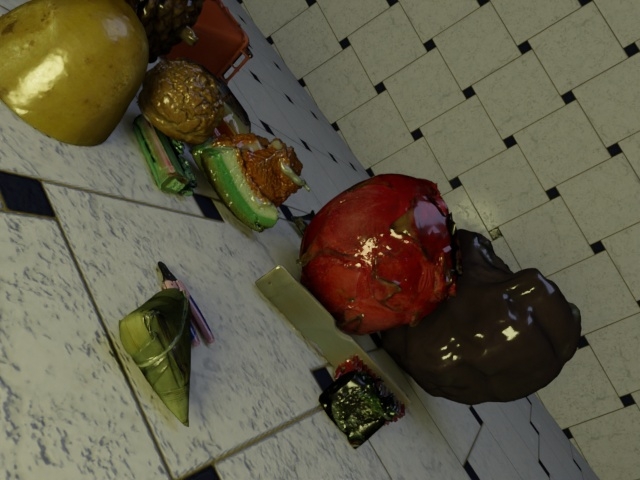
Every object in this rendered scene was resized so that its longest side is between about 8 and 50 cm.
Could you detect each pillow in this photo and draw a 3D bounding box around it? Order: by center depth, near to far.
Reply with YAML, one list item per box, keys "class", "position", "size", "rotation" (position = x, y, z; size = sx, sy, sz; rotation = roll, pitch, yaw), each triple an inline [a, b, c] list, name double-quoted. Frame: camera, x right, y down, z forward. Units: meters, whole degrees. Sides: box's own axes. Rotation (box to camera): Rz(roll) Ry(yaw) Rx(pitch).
- class: "pillow"
  position: [0.001, 0.000, 1.096]
  size: [0.150, 0.048, 0.090]
  rotation: [56, 14, 8]

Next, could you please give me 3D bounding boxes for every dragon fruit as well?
- class: "dragon fruit"
  position: [0.116, 0.028, 0.912]
  size: [0.295, 0.302, 0.295]
  rotation: [54, 12, -17]

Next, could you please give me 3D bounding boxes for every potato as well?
- class: "potato"
  position: [-0.293, -0.237, 0.617]
  size: [0.178, 0.158, 0.203]
  rotation: [44, 13, -28]

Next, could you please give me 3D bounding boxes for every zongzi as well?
- class: "zongzi"
  position: [-0.140, 0.107, 0.480]
  size: [0.113, 0.052, 0.104]
  rotation: [63, 8, -8]

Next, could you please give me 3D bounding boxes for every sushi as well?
- class: "sushi"
  position: [0.055, 0.224, 0.688]
  size: [0.083, 0.085, 0.056]
  rotation: [49, 15, -7]

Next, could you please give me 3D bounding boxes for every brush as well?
- class: "brush"
  position: [0.021, 0.170, 0.763]
  size: [0.321, 0.060, 0.050]
  rotation: [48, 27, -13]

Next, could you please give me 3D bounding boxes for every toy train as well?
- class: "toy train"
  position: [-0.233, -0.129, 0.747]
  size: [0.071, 0.038, 0.148]
  rotation: [25, 30, -59]

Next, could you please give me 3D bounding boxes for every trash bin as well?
- class: "trash bin"
  position: [-0.292, -0.478, 1.165]
  size: [0.184, 0.161, 0.239]
  rotation: [52, 23, 4]

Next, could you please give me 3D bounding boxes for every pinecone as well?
- class: "pinecone"
  position: [-0.318, -0.413, 0.819]
  size: [0.257, 0.243, 0.243]
  rotation: [11, 32, -19]

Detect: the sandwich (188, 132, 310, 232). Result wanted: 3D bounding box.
- class: "sandwich"
  position: [-0.112, -0.121, 0.854]
  size: [0.184, 0.160, 0.109]
  rotation: [52, -6, -32]

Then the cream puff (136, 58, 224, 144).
- class: "cream puff"
  position: [-0.206, -0.215, 0.757]
  size: [0.126, 0.103, 0.144]
  rotation: [48, 19, 2]

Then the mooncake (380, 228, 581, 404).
- class: "mooncake"
  position: [0.302, 0.153, 1.028]
  size: [0.212, 0.350, 0.381]
  rotation: [50, -8, -28]

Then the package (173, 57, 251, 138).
- class: "package"
  position: [-0.212, -0.260, 0.971]
  size: [0.223, 0.108, 0.288]
  rotation: [48, 15, -25]

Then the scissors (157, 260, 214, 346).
- class: "scissors"
  position: [-0.158, 0.070, 0.562]
  size: [0.113, 0.012, 0.039]
  rotation: [56, 16, 16]
